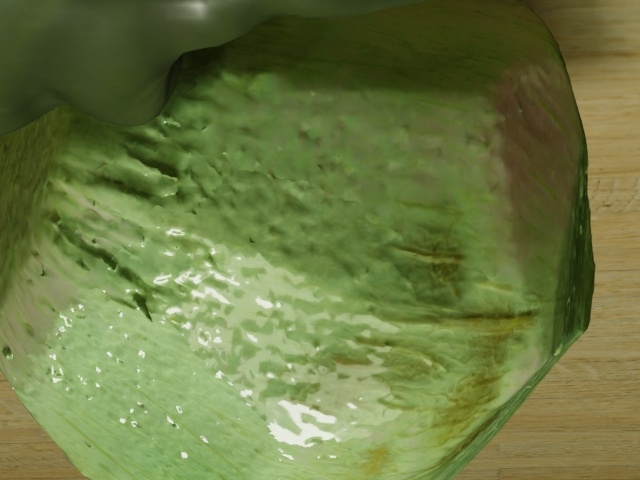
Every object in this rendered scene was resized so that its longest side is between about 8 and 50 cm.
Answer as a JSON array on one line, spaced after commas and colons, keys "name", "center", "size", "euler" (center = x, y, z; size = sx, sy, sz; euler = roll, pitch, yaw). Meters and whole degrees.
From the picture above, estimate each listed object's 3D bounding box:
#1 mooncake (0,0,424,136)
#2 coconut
[{"name": "mooncake", "center": [-0.097, -0.163, 0.486], "size": [0.351, 0.187, 0.351], "euler": [2, 160, 1]}, {"name": "coconut", "center": [0.000, 0.000, 0.791], "size": [0.328, 0.281, 0.328], "euler": [-7, 124, -11]}]
